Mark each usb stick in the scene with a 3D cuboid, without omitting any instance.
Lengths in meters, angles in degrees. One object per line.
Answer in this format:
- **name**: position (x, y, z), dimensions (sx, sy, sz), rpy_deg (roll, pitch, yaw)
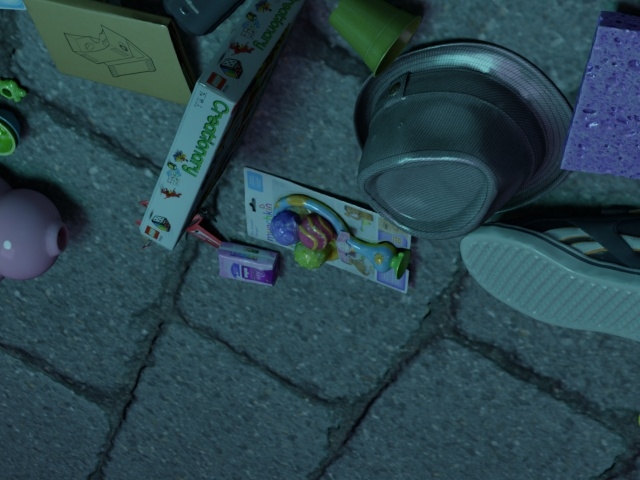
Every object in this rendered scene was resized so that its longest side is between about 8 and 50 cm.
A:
- **usb stick**: position (-0.088, -0.311, 1.683), dimensions (0.077, 0.045, 0.278), rpy_deg (42, 142, -12)

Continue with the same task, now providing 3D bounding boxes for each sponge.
- **sponge**: position (0.328, -0.145, 1.605), dimensions (0.117, 0.031, 0.210), rpy_deg (10, 139, 4)

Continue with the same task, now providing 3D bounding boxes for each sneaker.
- **sneaker**: position (0.321, 0.030, 1.765), dimensions (0.321, 0.127, 0.126), rpy_deg (18, 140, 35)

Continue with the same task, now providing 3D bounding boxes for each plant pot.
- **plant pot**: position (0.054, -0.234, 1.665), dimensions (0.079, 0.083, 0.083), rpy_deg (38, 144, 7)

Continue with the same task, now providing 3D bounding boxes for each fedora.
- **fedora**: position (0.144, -0.090, 1.729), dimensions (0.275, 0.124, 0.244), rpy_deg (-14, 127, 42)

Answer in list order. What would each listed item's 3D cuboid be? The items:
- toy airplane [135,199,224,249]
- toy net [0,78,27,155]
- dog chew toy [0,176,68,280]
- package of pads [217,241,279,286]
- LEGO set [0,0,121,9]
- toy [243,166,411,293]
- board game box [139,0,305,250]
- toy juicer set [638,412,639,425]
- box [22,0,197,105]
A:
- **toy airplane**: position (-0.198, -0.019, 2.109), dimensions (0.151, 0.028, 0.151), rpy_deg (8, 149, 5)
- **toy net**: position (-0.508, -0.202, 2.081), dimensions (0.232, 0.045, 0.122), rpy_deg (22, 143, 9)
- **dog chew toy**: position (-0.519, -0.017, 2.189), dimensions (0.331, 0.207, 0.207), rpy_deg (5, 138, 17)
- **package of pads**: position (-0.099, 0.033, 2.099), dimensions (0.083, 0.032, 0.050), rpy_deg (11, 142, 9)
- **LEGO set**: position (-0.350, -0.356, 1.791), dimensions (0.182, 0.060, 0.244), rpy_deg (7, 138, 21)
- **toy**: position (0.000, 0.000, 1.984), dimensions (0.237, 0.056, 0.137), rpy_deg (17, 140, 15)
- **board game box**: position (-0.117, -0.142, 1.778), dimensions (0.053, 0.193, 0.305), rpy_deg (30, 144, -1)
- **toy juicer set**: position (0.545, 0.182, 1.834), dimensions (0.329, 0.089, 0.209), rpy_deg (16, 129, 30)
- **box**: position (-0.253, -0.236, 1.866), dimensions (0.201, 0.021, 0.164), rpy_deg (16, 155, 18)
